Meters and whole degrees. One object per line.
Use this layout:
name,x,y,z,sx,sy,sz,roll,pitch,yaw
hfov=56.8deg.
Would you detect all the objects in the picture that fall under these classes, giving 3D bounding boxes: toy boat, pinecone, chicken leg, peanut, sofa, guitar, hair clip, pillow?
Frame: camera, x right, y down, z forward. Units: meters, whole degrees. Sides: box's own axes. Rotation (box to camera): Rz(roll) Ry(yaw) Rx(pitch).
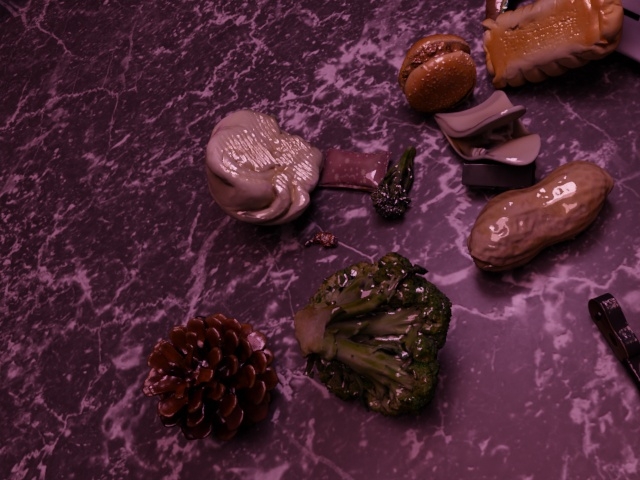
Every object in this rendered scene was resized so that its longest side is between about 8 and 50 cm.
toy boat,0.472,-0.612,1.475,0.099,0.108,0.293,30,80,-1
pinecone,-0.229,0.267,1.169,0.264,0.264,0.264,-9,60,16
chicken leg,0.002,-0.002,1.362,0.083,0.021,0.036,3,73,23
peanut,0.427,-0.050,1.160,0.313,0.149,0.149,-29,56,4
sofa,0.384,-0.139,1.273,0.147,0.085,0.060,4,106,22
guitar,0.537,0.218,1.010,0.038,0.084,0.271,-21,63,7
hair clip,0.378,-0.240,1.284,0.173,0.113,0.282,-21,18,-1
pillow,0.080,-0.171,1.411,0.185,0.043,0.118,8,69,25

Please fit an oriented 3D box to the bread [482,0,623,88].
bread,0.507,-0.444,1.299,0.311,0.121,0.172,-4,95,49

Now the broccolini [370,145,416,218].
broccolini,0.175,-0.142,1.341,0.091,0.068,0.202,16,68,10

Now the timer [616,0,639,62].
timer,0.714,-0.507,1.242,0.192,0.194,0.195,-31,54,-17

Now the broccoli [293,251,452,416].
broccoli,0.077,0.175,1.087,0.321,0.283,0.303,-23,67,40

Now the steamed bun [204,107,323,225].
steamed bun,-0.152,-0.143,1.385,0.268,0.207,0.280,24,46,-9

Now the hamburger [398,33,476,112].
hamburger,0.273,-0.384,1.367,0.182,0.191,0.118,-24,58,-2
